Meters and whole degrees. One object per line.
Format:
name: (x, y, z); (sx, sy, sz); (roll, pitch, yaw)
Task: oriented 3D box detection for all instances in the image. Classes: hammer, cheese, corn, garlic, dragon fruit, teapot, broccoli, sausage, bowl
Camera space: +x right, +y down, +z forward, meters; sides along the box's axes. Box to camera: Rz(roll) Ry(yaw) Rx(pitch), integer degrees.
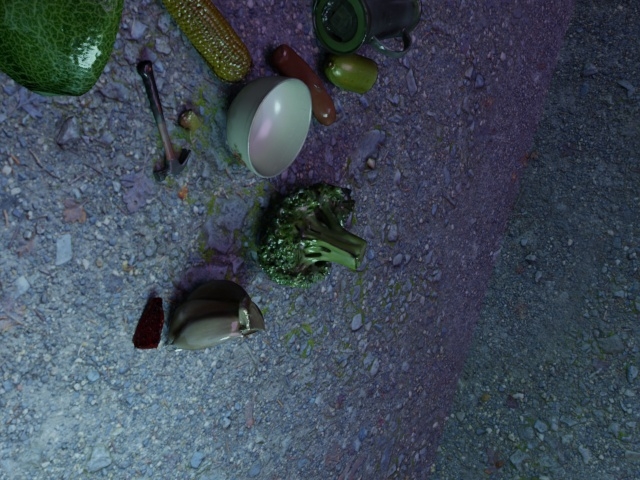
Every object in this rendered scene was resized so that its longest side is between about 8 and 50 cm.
hammer: (-0.392, -0.294, 1.694); (0.111, 0.033, 0.287); (-35, 125, -38)
cheese: (-0.334, -0.282, 1.755); (0.060, 0.041, 0.084); (61, 26, -51)
corn: (-0.271, -0.514, 1.715); (0.115, 0.115, 0.318); (-60, 137, -19)
garlic: (-0.272, 0.223, 1.847); (0.210, 0.292, 0.237); (63, 29, -28)
dragon fruit: (-0.424, 0.215, 1.783); (0.063, 0.097, 0.131); (25, 62, -53)
teapot: (0.174, -0.667, 2.095); (0.337, 0.200, 0.270); (-30, 79, -43)
broccoli: (-0.014, 0.004, 2.051); (0.375, 0.302, 0.249); (-54, 174, -31)
sausage: (-0.042, -0.455, 2.024); (0.326, 0.079, 0.087); (44, 56, -48)
bowl: (-0.155, -0.317, 1.856); (0.277, 0.145, 0.277); (-42, 145, -40)

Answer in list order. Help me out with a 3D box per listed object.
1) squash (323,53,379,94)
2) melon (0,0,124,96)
squash: (0.081, -0.519, 2.121); (0.187, 0.123, 0.123); (1, 100, -47)
melon: (-0.528, -0.456, 1.365); (0.331, 0.226, 0.343); (-2, 105, -9)
